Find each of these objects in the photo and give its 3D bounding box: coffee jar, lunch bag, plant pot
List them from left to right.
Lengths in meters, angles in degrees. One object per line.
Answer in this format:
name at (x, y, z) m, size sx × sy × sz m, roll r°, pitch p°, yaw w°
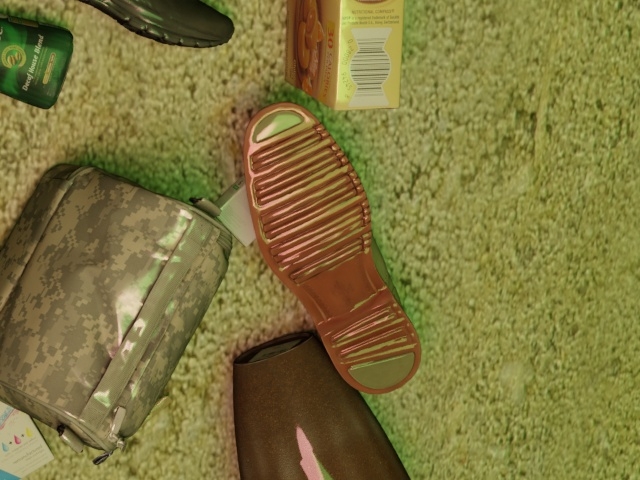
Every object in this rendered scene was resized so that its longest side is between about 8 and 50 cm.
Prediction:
coffee jar at (-0.375, -0.215, 1.833) m, size 0.184 × 0.079 × 0.096 m, roll 15°, pitch 100°, yaw -23°
lunch bag at (-0.245, 0.080, 1.844) m, size 0.212 × 0.256 × 0.305 m, roll 35°, pitch 77°, yaw -27°
plant pot at (-0.020, 0.240, 2.054) m, size 0.215 × 0.215 × 0.230 m, roll -21°, pitch 99°, yaw -13°

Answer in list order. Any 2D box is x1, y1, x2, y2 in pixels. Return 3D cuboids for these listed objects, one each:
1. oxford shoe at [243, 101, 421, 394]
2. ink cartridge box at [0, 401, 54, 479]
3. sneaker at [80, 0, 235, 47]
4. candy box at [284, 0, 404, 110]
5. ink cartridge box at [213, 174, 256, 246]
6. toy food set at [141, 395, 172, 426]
oxford shoe at (0.000, 0.000, 2.008) m, size 0.140 × 0.146 × 0.397 m, roll -21°, pitch 114°, yaw 0°
ink cartridge box at (-0.409, 0.207, 1.960) m, size 0.104 × 0.061 × 0.181 m, roll -31°, pitch 114°, yaw -10°
sneaker at (-0.215, -0.305, 1.856) m, size 0.286 × 0.109 × 0.130 m, roll 23°, pitch 91°, yaw -27°
candy box at (0.028, -0.322, 1.895) m, size 0.087 × 0.183 × 0.316 m, roll -3°, pitch 107°, yaw -20°
ink cartridge box at (-0.074, -0.055, 2.025) m, size 0.115 × 0.029 × 0.063 m, roll -45°, pitch 116°, yaw -4°
toy food set at (-0.244, 0.170, 2.037) m, size 0.078 × 0.019 × 0.122 m, roll -40°, pitch 108°, yaw -5°
